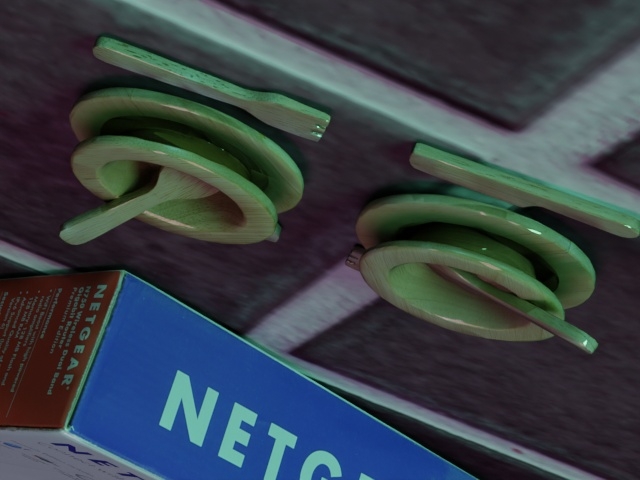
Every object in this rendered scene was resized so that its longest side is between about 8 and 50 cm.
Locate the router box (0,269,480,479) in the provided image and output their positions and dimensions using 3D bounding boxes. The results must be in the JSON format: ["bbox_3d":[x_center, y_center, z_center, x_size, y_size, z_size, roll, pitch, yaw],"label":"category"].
[{"bbox_3d":[-0.093,0.129,0.920,0.301,0.082,0.335,-5,149,47],"label":"router box"}]

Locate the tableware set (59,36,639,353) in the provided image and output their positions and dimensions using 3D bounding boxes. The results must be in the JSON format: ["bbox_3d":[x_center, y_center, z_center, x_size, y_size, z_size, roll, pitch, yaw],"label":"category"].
[{"bbox_3d":[0.000,0.000,0.571,0.194,0.039,0.128,19,160,-2],"label":"tableware set"}]
